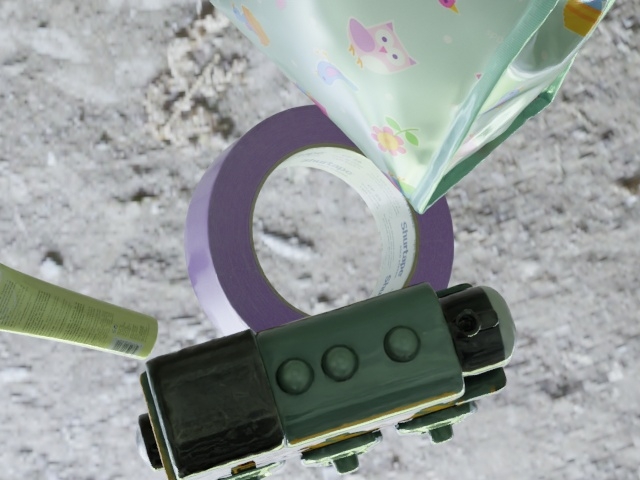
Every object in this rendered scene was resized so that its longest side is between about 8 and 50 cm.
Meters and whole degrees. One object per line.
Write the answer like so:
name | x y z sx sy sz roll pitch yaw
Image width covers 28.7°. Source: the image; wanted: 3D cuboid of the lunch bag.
lunch bag | 0.055 -0.178 0.676 0.160 0.223 0.262 -39 167 -25

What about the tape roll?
tape roll | 0.000 0.000 1.315 0.275 0.275 0.090 10 167 -20

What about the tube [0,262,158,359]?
tube | -0.328 0.097 1.618 0.240 0.070 0.062 18 151 -31

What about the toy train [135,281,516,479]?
toy train | 0.005 0.120 1.038 0.334 0.142 0.190 -15 166 -6
